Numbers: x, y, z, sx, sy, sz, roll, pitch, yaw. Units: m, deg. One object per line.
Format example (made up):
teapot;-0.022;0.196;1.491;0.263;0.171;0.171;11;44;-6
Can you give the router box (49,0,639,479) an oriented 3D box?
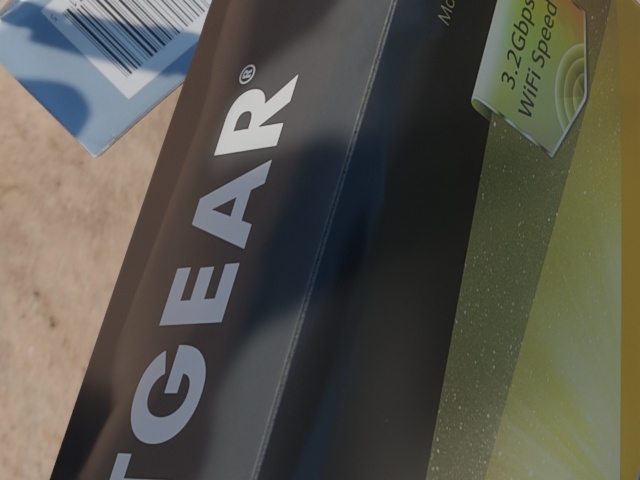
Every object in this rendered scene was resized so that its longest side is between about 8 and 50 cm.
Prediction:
router box;0.045;0.080;0.474;0.243;0.081;0.309;33;64;-38

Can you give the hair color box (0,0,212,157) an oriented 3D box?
hair color box;-0.096;-0.224;1.156;0.185;0.374;0.113;-37;110;21
